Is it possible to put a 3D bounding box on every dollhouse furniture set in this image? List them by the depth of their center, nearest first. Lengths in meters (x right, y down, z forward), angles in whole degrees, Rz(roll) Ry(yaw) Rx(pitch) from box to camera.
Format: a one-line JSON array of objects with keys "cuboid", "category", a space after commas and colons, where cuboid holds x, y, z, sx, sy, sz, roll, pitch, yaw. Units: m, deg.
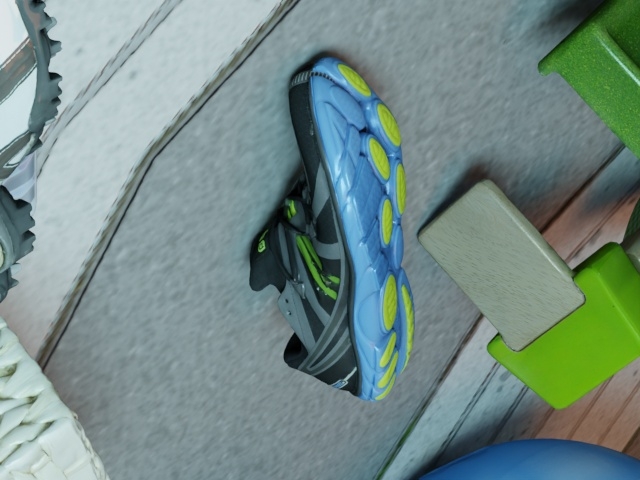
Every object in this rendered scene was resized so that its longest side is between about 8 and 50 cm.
[{"cuboid": [0.200, -0.069, 1.120, 0.197, 0.151, 0.301, -43, 180, 42], "category": "dollhouse furniture set"}]

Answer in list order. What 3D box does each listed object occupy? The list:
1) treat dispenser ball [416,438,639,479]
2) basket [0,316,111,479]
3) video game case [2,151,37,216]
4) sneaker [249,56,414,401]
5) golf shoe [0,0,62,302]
[{"cuboid": [0.149, 0.274, 1.268, 0.288, 0.288, 0.288, -35, 151, -23], "category": "treat dispenser ball"}, {"cuboid": [-0.151, 0.101, 0.799, 0.113, 0.103, 0.167, -37, 153, -16], "category": "basket"}, {"cuboid": [-0.183, -0.032, 0.660, 0.201, 0.023, 0.183, -30, 149, -30], "category": "video game case"}, {"cuboid": [0.000, 0.000, 0.916, 0.067, 0.078, 0.188, -62, 155, -45], "category": "sneaker"}, {"cuboid": [-0.139, -0.032, 0.615, 0.094, 0.077, 0.198, -27, 146, -32], "category": "golf shoe"}]
